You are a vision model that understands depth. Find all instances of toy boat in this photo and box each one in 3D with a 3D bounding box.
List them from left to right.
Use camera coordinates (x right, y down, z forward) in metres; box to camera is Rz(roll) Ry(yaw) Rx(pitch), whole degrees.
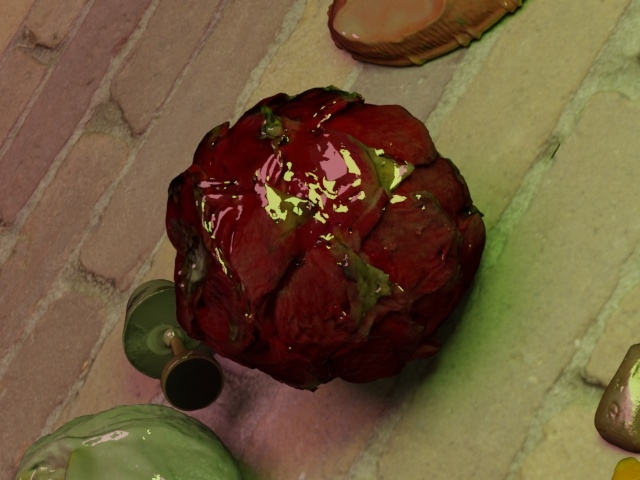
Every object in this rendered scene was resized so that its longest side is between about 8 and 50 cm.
[{"bbox_3d":[0.108,-0.280,1.716,0.318,0.099,0.141,-7,101,44],"label":"toy boat"}]

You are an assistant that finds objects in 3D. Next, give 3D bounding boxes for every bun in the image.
[{"bbox_3d":[-0.242,0.325,1.559,0.362,0.211,0.362,-41,26,26],"label":"bun"}]

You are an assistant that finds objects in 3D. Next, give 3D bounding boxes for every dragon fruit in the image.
[{"bbox_3d":[-0.001,-0.003,1.459,0.329,0.329,0.329,-26,48,33],"label":"dragon fruit"}]

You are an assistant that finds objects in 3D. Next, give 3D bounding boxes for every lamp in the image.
[{"bbox_3d":[-0.174,0.120,1.711,0.121,0.121,0.215,-52,25,7],"label":"lamp"}]

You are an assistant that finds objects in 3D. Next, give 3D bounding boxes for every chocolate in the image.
[{"bbox_3d":[0.283,0.137,1.294,0.064,0.031,0.101,20,78,46],"label":"chocolate"}]

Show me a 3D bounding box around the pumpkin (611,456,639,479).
[{"bbox_3d":[0.309,0.266,1.149,0.130,0.149,0.254,-30,24,-34],"label":"pumpkin"}]
